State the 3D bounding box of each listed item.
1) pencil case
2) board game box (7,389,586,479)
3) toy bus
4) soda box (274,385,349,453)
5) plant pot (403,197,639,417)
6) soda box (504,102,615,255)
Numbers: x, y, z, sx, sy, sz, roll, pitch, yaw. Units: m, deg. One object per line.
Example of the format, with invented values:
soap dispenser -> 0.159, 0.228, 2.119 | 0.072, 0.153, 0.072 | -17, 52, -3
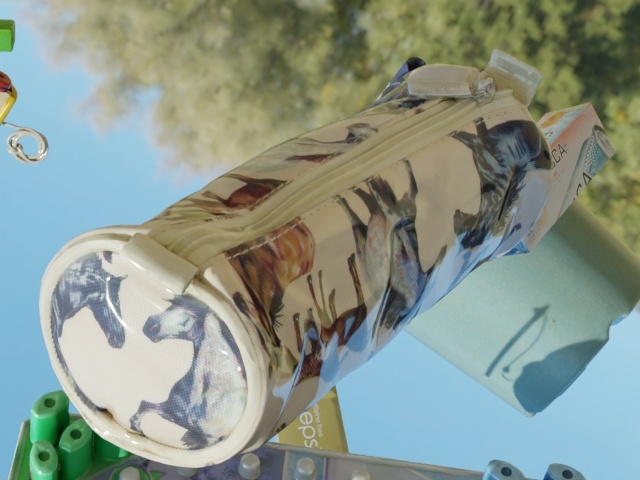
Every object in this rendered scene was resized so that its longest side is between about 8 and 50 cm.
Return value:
pencil case -> 0.000, 0.000, 1.019 | 0.160, 0.183, 0.410 | 28, -145, 24
board game box -> -0.021, 0.275, 0.921 | 0.390, 0.050, 0.390 | 9, -133, -3
toy bus -> -0.401, -0.179, 1.643 | 0.191, 0.202, 0.104 | -10, -146, 3
soda box -> -0.013, 0.148, 1.299 | 0.058, 0.061, 0.181 | -9, -122, -5
plant pot -> 0.229, 0.032, 2.012 | 0.334, 0.341, 0.341 | 40, -163, 6
soda box -> 0.211, -0.059, 1.486 | 0.183, 0.058, 0.063 | -45, -67, -37
